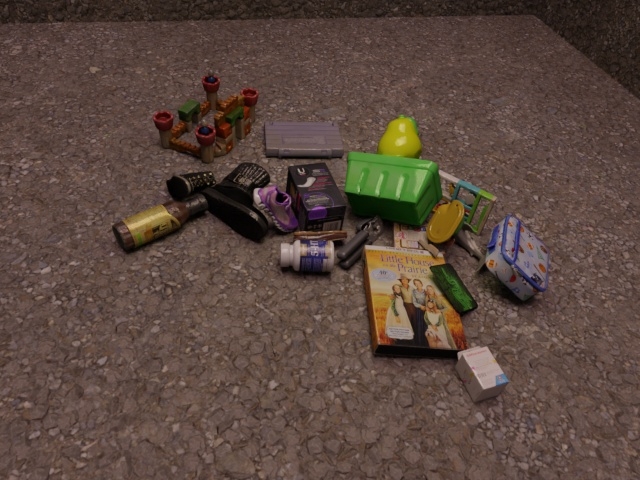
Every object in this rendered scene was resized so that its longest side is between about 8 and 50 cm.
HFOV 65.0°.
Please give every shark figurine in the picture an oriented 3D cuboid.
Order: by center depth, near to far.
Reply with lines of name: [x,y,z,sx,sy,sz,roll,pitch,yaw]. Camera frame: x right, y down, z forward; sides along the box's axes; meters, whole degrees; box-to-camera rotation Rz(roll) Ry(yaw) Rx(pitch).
shark figurine: [0.542,0.003,1.943,0.116,0.166,0.278,-29,71,0]

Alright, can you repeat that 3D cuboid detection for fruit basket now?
fruit basket: [0.296,-0.280,1.969,0.391,0.283,0.393,-9,57,14]

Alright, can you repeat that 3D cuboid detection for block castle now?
block castle: [-0.499,-0.573,2.260,0.302,0.213,0.453,22,47,13]

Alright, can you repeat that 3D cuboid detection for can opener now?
can opener: [0.144,0.000,1.908,0.095,0.076,0.283,4,36,45]

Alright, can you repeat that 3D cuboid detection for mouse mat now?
mouse mat: [0.465,0.162,1.750,0.152,0.007,0.190,-5,59,-47]

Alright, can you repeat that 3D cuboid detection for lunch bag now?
lunch bag: [0.708,0.056,1.814,0.243,0.115,0.303,43,40,-8]

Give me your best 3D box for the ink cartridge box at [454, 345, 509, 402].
ink cartridge box: [0.485,0.401,1.536,0.092,0.090,0.143,-10,49,-16]

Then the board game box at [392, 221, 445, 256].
board game box: [0.375,0.002,1.935,0.193,0.045,0.147,7,46,0]

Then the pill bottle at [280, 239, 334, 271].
pill bottle: [-0.049,0.054,1.787,0.186,0.112,0.112,1,46,-6]

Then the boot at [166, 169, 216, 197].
boot: [-0.490,-0.231,1.966,0.178,0.085,0.236,-21,14,-29]

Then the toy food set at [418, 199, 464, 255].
toy food set: [0.468,-0.042,1.869,0.071,0.218,0.128,31,3,-37]

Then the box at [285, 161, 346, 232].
box: [-0.023,-0.165,1.977,0.165,0.143,0.271,-8,48,-16]

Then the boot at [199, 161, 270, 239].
boot: [-0.272,-0.169,1.958,0.347,0.131,0.260,33,51,24]

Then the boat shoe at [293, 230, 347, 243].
boat shoe: [0.000,0.000,1.882,0.206,0.073,0.073,-4,85,-6]

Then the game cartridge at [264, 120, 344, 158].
game cartridge: [-0.080,-0.464,2.317,0.354,0.068,0.230,-1,50,-8]

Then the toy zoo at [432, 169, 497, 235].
toy zoo: [0.535,-0.159,2.008,0.293,0.192,0.030,30,49,21]

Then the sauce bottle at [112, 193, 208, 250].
sauce bottle: [-0.579,-0.079,1.847,0.344,0.112,0.111,-29,56,-28]

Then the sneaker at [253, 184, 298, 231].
sneaker: [-0.144,-0.122,1.866,0.104,0.236,0.095,-24,45,22]

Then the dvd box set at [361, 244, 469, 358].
dvd box set: [0.310,0.199,1.713,0.307,0.062,0.421,7,46,-9]
